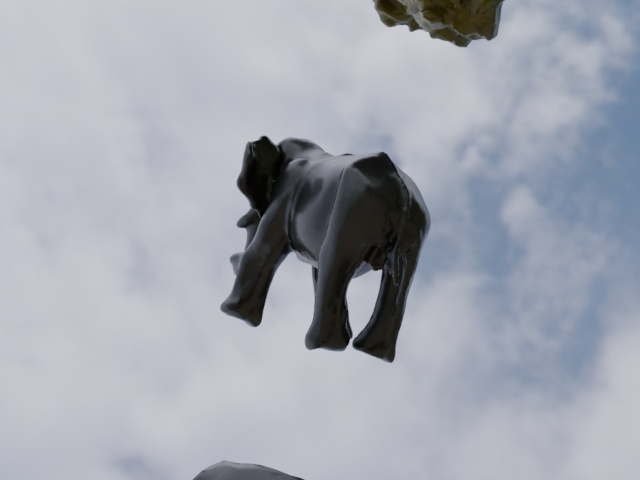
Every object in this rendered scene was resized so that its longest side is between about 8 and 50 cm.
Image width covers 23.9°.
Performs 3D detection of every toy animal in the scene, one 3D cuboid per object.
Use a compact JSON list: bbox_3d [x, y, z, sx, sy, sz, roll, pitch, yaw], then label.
[{"bbox_3d":[0.003,0.001,1.093,0.115,0.245,0.146,10,-89,-40],"label":"toy animal"}]

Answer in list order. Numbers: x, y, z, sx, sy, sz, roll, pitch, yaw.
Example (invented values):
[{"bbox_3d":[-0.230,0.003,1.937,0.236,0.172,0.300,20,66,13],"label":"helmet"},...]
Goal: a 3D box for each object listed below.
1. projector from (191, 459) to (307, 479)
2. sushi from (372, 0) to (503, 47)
[{"bbox_3d":[0.014,0.334,0.565,0.395,0.405,0.242,-51,-41,-20],"label":"projector"},{"bbox_3d":[0.131,-0.331,1.242,0.351,0.396,0.240,-38,-80,8],"label":"sushi"}]
